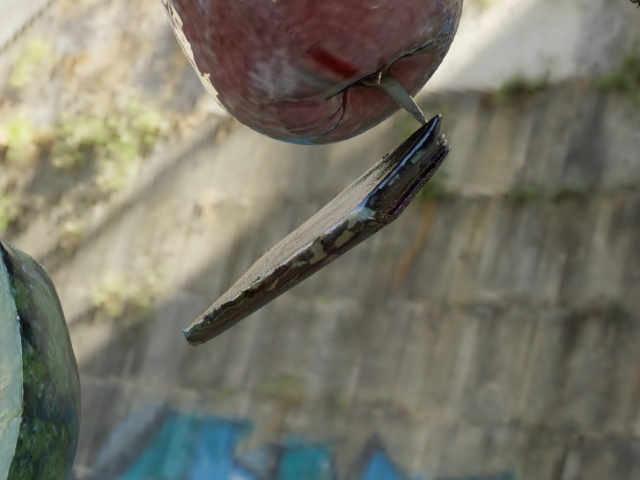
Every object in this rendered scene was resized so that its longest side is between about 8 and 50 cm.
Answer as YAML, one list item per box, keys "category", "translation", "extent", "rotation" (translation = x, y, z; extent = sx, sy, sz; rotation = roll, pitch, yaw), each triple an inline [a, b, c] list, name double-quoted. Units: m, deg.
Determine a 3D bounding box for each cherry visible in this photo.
- category: "cherry"
  translation: [-0.003, -0.180, 1.387]
  extent: [0.285, 0.213, 0.236]
  rotation: [47, -32, 21]

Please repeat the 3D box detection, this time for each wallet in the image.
- category: "wallet"
  translation: [0.000, 0.000, 1.337]
  extent: [0.031, 0.122, 0.232]
  rotation: [49, -45, -4]

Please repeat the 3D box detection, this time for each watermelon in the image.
- category: "watermelon"
  translation: [-0.257, 0.147, 1.409]
  extent: [0.176, 0.256, 0.260]
  rotation: [15, -14, 17]

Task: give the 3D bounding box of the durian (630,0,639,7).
- category: "durian"
  translation: [0.189, -0.159, 1.032]
  extent: [0.080, 0.080, 0.091]
  rotation: [8, 21, 32]
